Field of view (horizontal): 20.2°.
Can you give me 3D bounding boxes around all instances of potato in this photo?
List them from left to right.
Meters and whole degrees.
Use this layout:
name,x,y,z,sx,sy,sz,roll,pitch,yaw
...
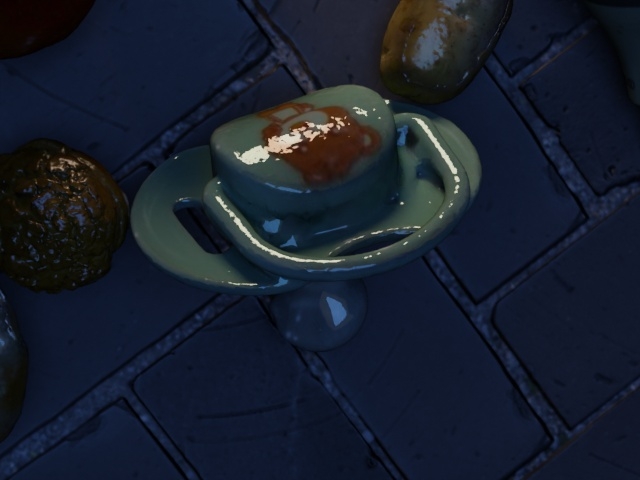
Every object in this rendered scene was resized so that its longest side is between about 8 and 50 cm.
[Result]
name,x,y,z,sx,sy,sz,roll,pitch,yaw
potato,0.126,-0.214,1.786,0.107,0.080,0.170,27,85,-9

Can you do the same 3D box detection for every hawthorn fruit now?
name,x,y,z,sx,sy,sz,roll,pitch,yaw
hawthorn fruit,-0.289,-0.264,1.650,0.197,0.225,0.196,0,90,-21

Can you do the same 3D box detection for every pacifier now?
name,x,y,z,sx,sy,sz,roll,pitch,yaw
pacifier,0.000,0.000,1.718,0.343,0.288,0.269,-22,130,-16

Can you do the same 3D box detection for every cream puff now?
name,x,y,z,sx,sy,sz,roll,pitch,yaw
cream puff,-0.262,-0.017,1.700,0.115,0.165,0.150,-36,87,-40

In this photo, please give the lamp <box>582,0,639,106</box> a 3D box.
name,x,y,z,sx,sy,sz,roll,pitch,yaw
lamp,0.329,-0.235,1.767,0.182,0.182,0.313,-6,98,-8

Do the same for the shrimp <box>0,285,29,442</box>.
name,x,y,z,sx,sy,sz,roll,pitch,yaw
shrimp,-0.463,0.039,1.692,0.446,0.110,0.221,41,104,-6
